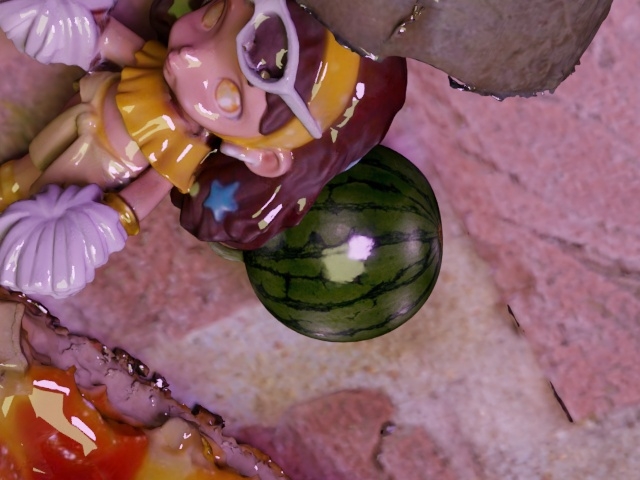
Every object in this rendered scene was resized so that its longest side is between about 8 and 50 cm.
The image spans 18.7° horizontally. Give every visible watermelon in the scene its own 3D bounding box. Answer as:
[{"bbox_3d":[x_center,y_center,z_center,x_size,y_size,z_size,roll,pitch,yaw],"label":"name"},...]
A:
[{"bbox_3d":[0.006,0.002,0.931,0.109,0.109,0.109,0,123,0],"label":"watermelon"}]

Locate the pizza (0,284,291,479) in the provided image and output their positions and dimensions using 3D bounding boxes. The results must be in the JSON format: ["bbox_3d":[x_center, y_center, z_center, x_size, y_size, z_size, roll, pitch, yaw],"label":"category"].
[{"bbox_3d":[-0.162,0.151,1.013,0.406,0.130,0.440,6,123,-1],"label":"pizza"}]

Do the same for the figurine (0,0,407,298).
[{"bbox_3d":[-0.072,-0.054,0.877,0.240,0.174,0.116,-21,152,26],"label":"figurine"}]

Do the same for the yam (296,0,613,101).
[{"bbox_3d":[0.091,-0.219,0.748,0.168,0.168,0.304,18,120,-11],"label":"yam"}]
